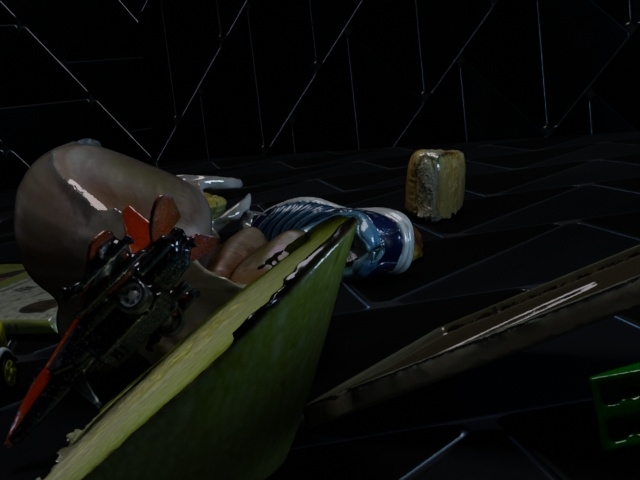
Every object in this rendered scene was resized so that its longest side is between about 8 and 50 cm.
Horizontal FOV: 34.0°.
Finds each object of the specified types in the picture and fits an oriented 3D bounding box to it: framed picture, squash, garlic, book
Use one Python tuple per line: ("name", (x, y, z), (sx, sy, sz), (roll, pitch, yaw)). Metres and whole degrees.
("framed picture", (0.147, 0.044, 0.689), (0.289, 0.020, 0.211), (-26, -4, 34))
("squash", (-0.075, 0.064, 0.643), (0.204, 0.155, 0.237), (-5, 10, 0))
("garlic", (-0.119, 0.009, 0.866), (0.237, 0.210, 0.292), (-14, 18, -5))
("book", (-0.358, 0.066, 1.215), (0.352, 0.035, 0.239), (-1, 12, 28))

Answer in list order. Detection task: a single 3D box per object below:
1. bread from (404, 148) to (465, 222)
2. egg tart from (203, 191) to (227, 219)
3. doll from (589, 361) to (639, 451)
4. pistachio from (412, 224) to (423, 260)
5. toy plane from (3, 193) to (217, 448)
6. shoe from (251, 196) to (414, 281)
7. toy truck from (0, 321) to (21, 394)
("bread", (0.169, -0.086, 1.582), (0.082, 0.106, 0.125), (-1, 8, 27))
("egg tart", (-0.256, -0.003, 1.419), (0.279, 0.095, 0.279), (-11, 5, 1))
("doll", (0.239, 0.062, 0.559), (0.134, 0.106, 0.186), (-11, 5, 33))
("pistachio", (0.080, -0.004, 1.296), (0.089, 0.049, 0.173), (-6, 8, 5))
("toy plane", (-0.139, 0.061, 0.680), (0.061, 0.189, 0.130), (26, -11, 25))
("shoe", (0.000, 0.000, 1.180), (0.207, 0.091, 0.106), (4, 7, 34))
("toy truck", (-0.289, 0.095, 0.826), (0.076, 0.077, 0.111), (-6, 9, 6))
